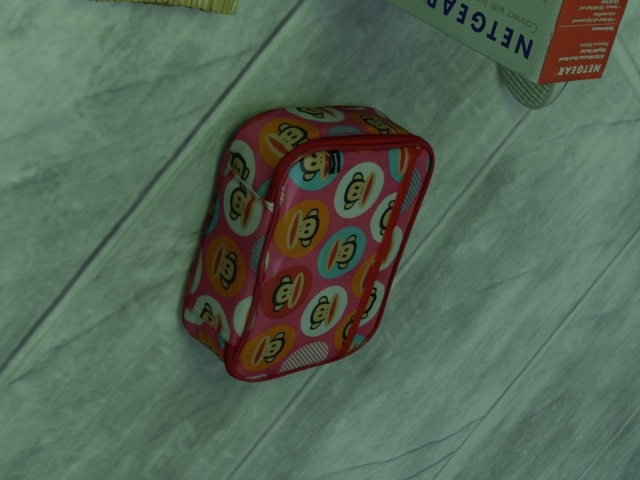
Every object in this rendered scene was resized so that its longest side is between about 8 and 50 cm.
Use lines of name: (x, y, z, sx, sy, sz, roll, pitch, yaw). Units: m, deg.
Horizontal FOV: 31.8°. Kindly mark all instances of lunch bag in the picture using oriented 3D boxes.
lunch bag: (0.000, 0.000, 1.211, 0.258, 0.120, 0.293, -8, 126, -42)

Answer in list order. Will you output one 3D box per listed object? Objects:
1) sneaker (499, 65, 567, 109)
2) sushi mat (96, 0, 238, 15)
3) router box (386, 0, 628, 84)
sneaker: (0.292, -0.289, 1.263, 0.161, 0.102, 0.282, -23, 132, -32)
sushi mat: (-0.087, -0.337, 0.905, 0.151, 0.019, 0.316, -1, 119, -40)
router box: (0.128, -0.329, 0.906, 0.082, 0.335, 0.301, -10, 125, -37)
